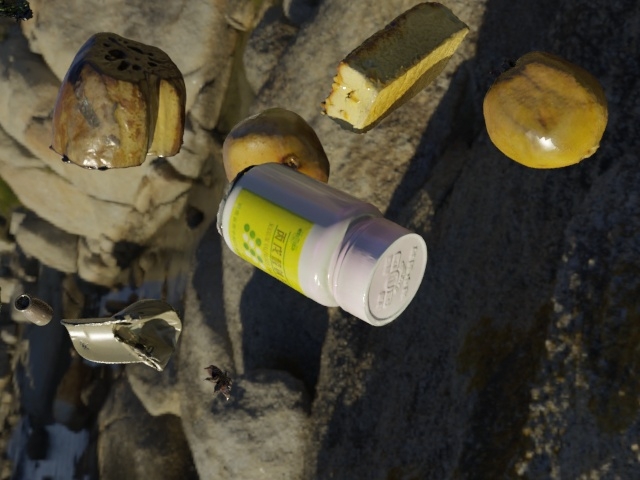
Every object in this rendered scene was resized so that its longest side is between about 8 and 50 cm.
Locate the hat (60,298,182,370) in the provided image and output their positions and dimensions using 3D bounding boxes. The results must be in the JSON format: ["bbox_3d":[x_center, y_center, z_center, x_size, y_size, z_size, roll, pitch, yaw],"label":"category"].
[{"bbox_3d":[-0.313,0.128,1.102,0.147,0.175,0.085,93,-177,-49],"label":"hat"}]

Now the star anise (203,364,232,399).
[{"bbox_3d":[-0.348,0.480,2.416,0.042,0.141,0.141,-41,41,18],"label":"star anise"}]

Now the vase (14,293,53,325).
[{"bbox_3d":[-0.665,0.158,1.625,0.101,0.053,0.053,76,-169,-66],"label":"vase"}]

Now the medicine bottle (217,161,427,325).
[{"bbox_3d":[0.000,0.000,1.353,0.378,0.213,0.214,26,107,35],"label":"medicine bottle"}]

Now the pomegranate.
[{"bbox_3d":[-0.111,-0.194,1.817,0.307,0.307,0.308,-31,55,57],"label":"pomegranate"}]

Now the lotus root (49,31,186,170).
[{"bbox_3d":[-0.433,-0.299,1.551,0.316,0.316,0.250,-114,36,-48],"label":"lotus root"}]

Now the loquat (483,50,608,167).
[{"bbox_3d":[0.387,-0.230,1.224,0.234,0.187,0.176,43,168,18],"label":"loquat"}]

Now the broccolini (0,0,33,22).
[{"bbox_3d":[-0.546,-0.322,1.164,0.062,0.123,0.272,135,135,-70],"label":"broccolini"}]

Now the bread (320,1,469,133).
[{"bbox_3d":[0.140,-0.331,1.341,0.114,0.274,0.185,49,157,8],"label":"bread"}]
